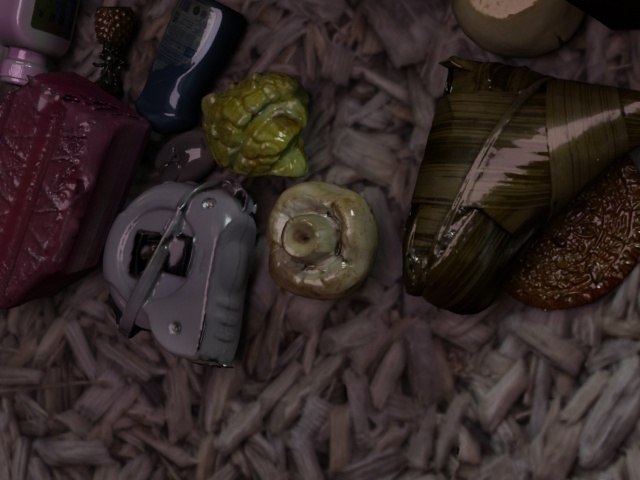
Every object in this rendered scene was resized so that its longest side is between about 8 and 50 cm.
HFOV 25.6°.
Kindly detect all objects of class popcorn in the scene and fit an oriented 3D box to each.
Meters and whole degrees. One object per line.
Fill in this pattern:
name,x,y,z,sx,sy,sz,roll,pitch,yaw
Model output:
popcorn,-0.078,-0.142,1.701,0.162,0.135,0.141,46,113,23

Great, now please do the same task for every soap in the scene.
soap,-0.367,-0.056,1.830,0.220,0.127,0.325,34,109,28

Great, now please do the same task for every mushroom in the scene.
mushroom,0.000,0.000,1.653,0.148,0.112,0.148,1,92,25

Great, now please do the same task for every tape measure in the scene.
tape measure,-0.177,0.029,1.744,0.197,0.120,0.236,7,83,31

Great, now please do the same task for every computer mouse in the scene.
computer mouse,-0.175,-0.104,1.801,0.096,0.039,0.066,-25,73,24

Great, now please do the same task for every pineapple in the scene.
pineapple,-0.274,-0.248,1.874,0.058,0.058,0.124,8,101,29

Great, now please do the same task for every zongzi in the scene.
zongzi,0.235,-0.049,1.495,0.288,0.134,0.286,11,84,36

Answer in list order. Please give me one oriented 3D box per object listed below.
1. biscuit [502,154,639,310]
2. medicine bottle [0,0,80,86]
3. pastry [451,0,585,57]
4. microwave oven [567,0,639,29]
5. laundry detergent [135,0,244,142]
biscuit,0.283,0.004,1.547,0.206,0.025,0.126,-42,67,18
medicine bottle,-0.379,-0.314,1.893,0.078,0.115,0.219,13,90,28
pastry,0.224,-0.281,1.580,0.156,0.092,0.156,1,92,27
microwave oven,0.353,-0.320,1.429,0.188,0.247,0.178,0,87,30
laundry detergent,-0.179,-0.213,1.804,0.096,0.061,0.206,31,99,27
